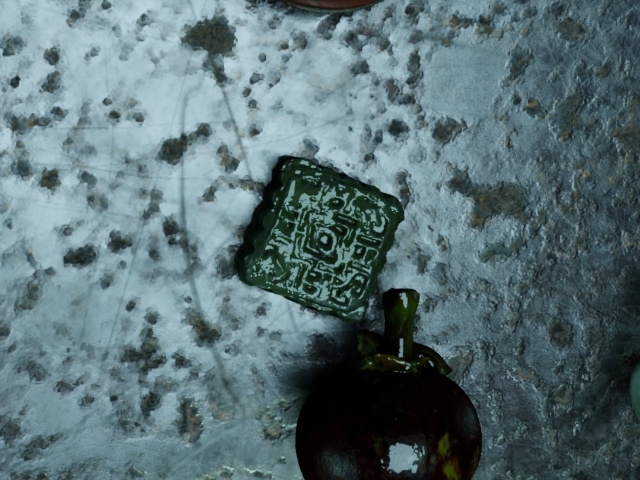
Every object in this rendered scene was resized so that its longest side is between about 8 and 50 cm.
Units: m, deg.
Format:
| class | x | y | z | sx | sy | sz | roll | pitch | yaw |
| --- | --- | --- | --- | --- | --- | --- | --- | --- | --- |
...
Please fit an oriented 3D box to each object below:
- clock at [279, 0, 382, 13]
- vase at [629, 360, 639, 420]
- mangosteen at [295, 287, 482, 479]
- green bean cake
| class | x | y | z | sx | sy | sz | roll | pitch | yaw |
| --- | --- | --- | --- | --- | --- | --- | --- | --- | --- |
| clock | 0.009 | -0.436 | 1.060 | 0.318 | 0.080 | 0.318 | -1 | 94 | -14 |
| vase | 0.580 | 0.196 | 1.212 | 0.298 | 0.143 | 0.143 | -6 | 99 | -18 |
| mangosteen | 0.080 | 0.204 | 1.092 | 0.231 | 0.231 | 0.289 | -5 | 92 | -11 |
| green bean cake | 0.000 | 0.000 | 1.110 | 0.173 | 0.094 | 0.181 | 23 | 92 | -13 |
